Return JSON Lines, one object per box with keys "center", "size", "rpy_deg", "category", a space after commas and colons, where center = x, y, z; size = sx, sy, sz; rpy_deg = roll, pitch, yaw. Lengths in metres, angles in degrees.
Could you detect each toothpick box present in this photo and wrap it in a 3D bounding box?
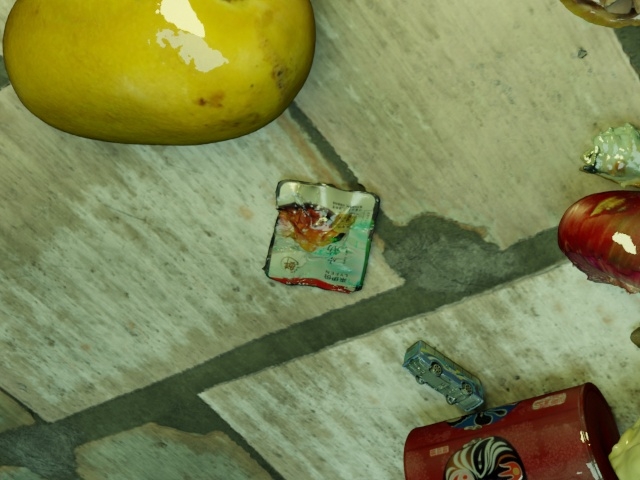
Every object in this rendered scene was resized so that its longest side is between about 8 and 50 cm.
{"center": [0.336, 0.383, 1.722], "size": [0.333, 0.204, 0.204], "rpy_deg": [-20, 126, 26], "category": "toothpick box"}

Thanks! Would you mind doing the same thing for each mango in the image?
{"center": [-0.212, -0.236, 1.232], "size": [0.446, 0.232, 0.300], "rpy_deg": [-8, 155, 37], "category": "mango"}

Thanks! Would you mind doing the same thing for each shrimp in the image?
{"center": [0.487, -0.157, 1.288], "size": [0.185, 0.068, 0.287], "rpy_deg": [25, 131, -11], "category": "shrimp"}

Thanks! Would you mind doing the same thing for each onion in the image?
{"center": [0.451, 0.012, 1.368], "size": [0.248, 0.161, 0.248], "rpy_deg": [22, 163, 7], "category": "onion"}

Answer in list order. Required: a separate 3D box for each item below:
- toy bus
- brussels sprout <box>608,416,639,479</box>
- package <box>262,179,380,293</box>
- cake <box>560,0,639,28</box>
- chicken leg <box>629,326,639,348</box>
{"center": [0.211, 0.231, 1.700], "size": [0.153, 0.061, 0.051], "rpy_deg": [34, 131, -18], "category": "toy bus"}
{"center": [0.634, 0.337, 1.582], "size": [0.344, 0.268, 0.344], "rpy_deg": [0, 90, 2], "category": "brussels sprout"}
{"center": [0.000, 0.000, 1.544], "size": [0.166, 0.040, 0.232], "rpy_deg": [11, 134, -1], "category": "package"}
{"center": [0.337, -0.318, 1.097], "size": [0.185, 0.178, 0.207], "rpy_deg": [29, 134, -17], "category": "cake"}
{"center": [0.584, 0.139, 1.553], "size": [0.198, 0.069, 0.085], "rpy_deg": [-10, 153, 28], "category": "chicken leg"}
